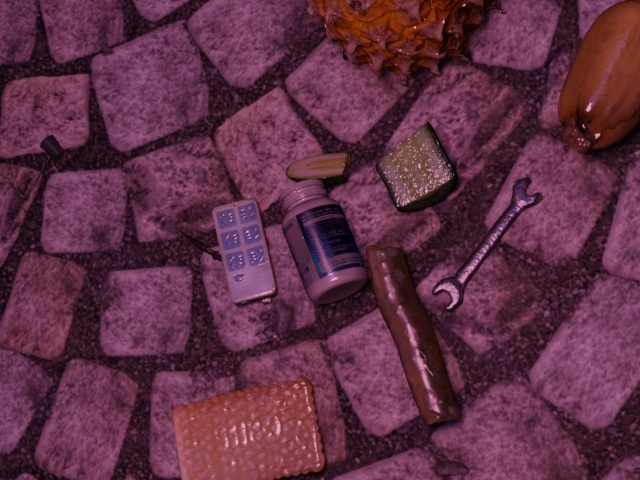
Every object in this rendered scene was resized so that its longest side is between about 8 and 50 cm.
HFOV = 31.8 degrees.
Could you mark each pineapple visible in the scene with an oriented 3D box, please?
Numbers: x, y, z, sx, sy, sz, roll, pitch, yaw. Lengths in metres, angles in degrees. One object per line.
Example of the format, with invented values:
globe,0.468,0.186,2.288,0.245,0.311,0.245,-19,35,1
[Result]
pineapple,0.131,-0.450,1.831,0.352,0.300,0.352,-2,78,9

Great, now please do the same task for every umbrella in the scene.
umbrella,-0.198,0.014,1.957,0.122,0.013,0.022,38,109,19

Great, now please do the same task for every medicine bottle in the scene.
medicine bottle,0.000,0.000,1.852,0.107,0.107,0.191,-25,71,9

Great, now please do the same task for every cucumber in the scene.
cucumber,0.162,-0.116,1.858,0.116,0.062,0.115,-31,69,15
cucumber,-0.004,-0.116,1.918,0.107,0.035,0.067,-3,45,15

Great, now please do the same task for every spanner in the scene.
spanner,0.271,0.005,1.821,0.054,0.015,0.254,37,89,21

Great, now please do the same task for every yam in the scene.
yam,0.145,0.146,1.796,0.067,0.071,0.317,-39,63,48

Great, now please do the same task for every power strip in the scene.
power strip,-0.129,0.019,1.919,0.081,0.035,0.192,-14,74,3

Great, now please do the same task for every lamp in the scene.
lamp,-0.521,-0.135,2.076,0.054,0.041,0.121,44,88,12

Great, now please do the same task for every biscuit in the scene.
biscuit,-0.120,0.325,1.849,0.250,0.030,0.160,-15,73,12

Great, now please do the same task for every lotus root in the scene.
lotus root,0.473,-0.270,1.769,0.146,0.131,0.303,30,87,-3
